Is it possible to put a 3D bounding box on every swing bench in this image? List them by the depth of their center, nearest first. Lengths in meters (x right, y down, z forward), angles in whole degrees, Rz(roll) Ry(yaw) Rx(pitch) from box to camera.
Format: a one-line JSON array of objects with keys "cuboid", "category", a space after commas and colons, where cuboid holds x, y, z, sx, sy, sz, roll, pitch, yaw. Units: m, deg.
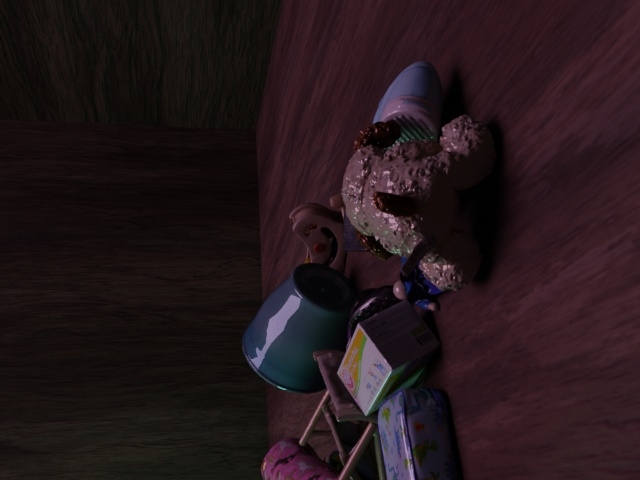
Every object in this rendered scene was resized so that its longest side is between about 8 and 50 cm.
[{"cuboid": [0.069, 0.403, 1.410, 0.253, 0.165, 0.255, -118, 35, -67], "category": "swing bench"}]

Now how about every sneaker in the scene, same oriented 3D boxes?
[{"cuboid": [0.149, -0.180, 1.203, 0.366, 0.135, 0.150, 118, 172, -65], "category": "sneaker"}, {"cuboid": [0.105, 0.141, 1.393, 0.283, 0.107, 0.124, 110, 163, -57], "category": "sneaker"}, {"cuboid": [0.039, 0.639, 1.792, 0.059, 0.053, 0.144, -148, 67, -75], "category": "sneaker"}]

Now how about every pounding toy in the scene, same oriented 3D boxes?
[{"cuboid": [0.000, 0.000, 1.751, 0.155, 0.154, 0.269, -110, 23, -59], "category": "pounding toy"}]

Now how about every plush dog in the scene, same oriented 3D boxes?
[{"cuboid": [0.112, -0.063, 0.995, 0.225, 0.210, 0.262, 21, 109, 57], "category": "plush dog"}]

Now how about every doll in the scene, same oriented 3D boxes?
[{"cuboid": [0.175, 0.063, 1.150, 0.129, 0.046, 0.189, 66, 159, 13], "category": "doll"}]

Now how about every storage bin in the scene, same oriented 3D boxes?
[{"cuboid": [0.120, -0.020, 1.268, 0.180, 0.122, 0.084, 171, 100, -78], "category": "storage bin"}]

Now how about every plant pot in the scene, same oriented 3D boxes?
[{"cuboid": [-0.033, 0.209, 1.704, 0.272, 0.271, 0.255, -105, 34, -50], "category": "plant pot"}]

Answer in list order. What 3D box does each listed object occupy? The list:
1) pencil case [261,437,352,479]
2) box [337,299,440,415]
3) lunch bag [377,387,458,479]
[{"cuboid": [-0.010, 0.602, 1.607, 0.160, 0.167, 0.386, 63, 159, -10], "category": "pencil case"}, {"cuboid": [0.119, 0.220, 1.216, 0.103, 0.114, 0.203, 54, 151, 26], "category": "box"}, {"cuboid": [0.163, 0.371, 1.130, 0.176, 0.090, 0.219, 112, 155, -57], "category": "lunch bag"}]
